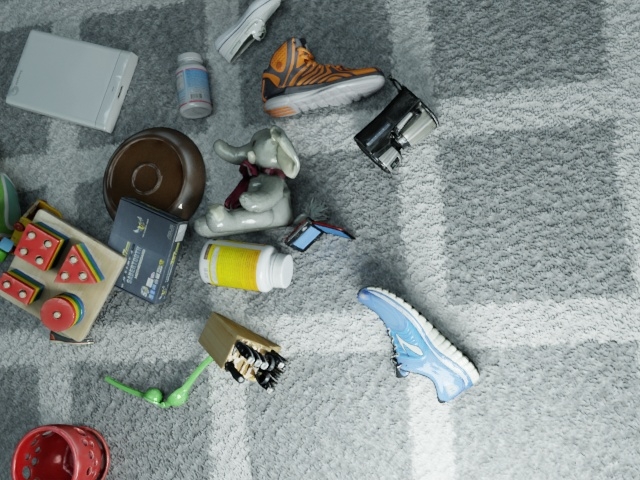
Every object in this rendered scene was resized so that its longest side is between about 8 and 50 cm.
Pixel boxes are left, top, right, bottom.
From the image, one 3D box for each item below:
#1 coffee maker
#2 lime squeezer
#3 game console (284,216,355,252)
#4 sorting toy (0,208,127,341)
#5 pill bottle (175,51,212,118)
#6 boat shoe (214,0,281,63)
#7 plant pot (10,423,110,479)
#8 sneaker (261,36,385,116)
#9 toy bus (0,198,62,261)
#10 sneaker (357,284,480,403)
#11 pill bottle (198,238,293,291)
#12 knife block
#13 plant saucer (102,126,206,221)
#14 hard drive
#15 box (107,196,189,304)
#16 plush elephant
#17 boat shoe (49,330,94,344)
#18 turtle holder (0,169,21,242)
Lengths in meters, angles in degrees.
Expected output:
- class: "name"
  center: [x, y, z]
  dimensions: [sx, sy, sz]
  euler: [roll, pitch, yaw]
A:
- class: "coffee maker"
  center: [0.170, -0.274, 1.673]
  dimensions: [0.178, 0.120, 0.171]
  euler: [-43, 49, 4]
- class: "lime squeezer"
  center: [-0.402, 0.369, 1.738]
  dimensions: [0.310, 0.059, 0.110]
  euler: [-14, 96, 14]
- class: "game console"
  center: [0.000, 0.000, 1.647]
  dimensions: [0.124, 0.144, 0.085]
  euler: [-44, 72, 5]
- class: "sorting toy"
  center: [-0.668, 0.095, 1.750]
  dimensions: [0.255, 0.089, 0.257]
  euler: [30, 99, 1]
- class: "pill bottle"
  center: [-0.339, -0.413, 1.841]
  dimensions: [0.087, 0.087, 0.160]
  euler: [-11, 78, 14]
- class: "boat shoe"
  center: [-0.177, -0.560, 1.834]
  dimensions: [0.226, 0.083, 0.076]
  euler: [-39, 85, 19]
- class: "plant pot"
  center: [-0.635, 0.549, 1.720]
  dimensions: [0.191, 0.174, 0.191]
  euler: [-2, 81, 16]
- class: "sneaker"
  center: [-0.004, -0.431, 1.730]
  dimensions: [0.321, 0.124, 0.180]
  euler: [-8, 80, 14]
- class: "toy bus"
  center: [-0.780, -0.010, 1.887]
  dimensions: [0.104, 0.202, 0.191]
  euler: [33, 83, -12]
- class: "sneaker"
  center: [0.196, 0.233, 1.563]
  dimensions: [0.147, 0.130, 0.330]
  euler: [-46, 73, 2]
- class: "pill bottle"
  center: [-0.181, 0.063, 1.703]
  dimensions: [0.215, 0.117, 0.117]
  euler: [7, 83, 17]
- class: "knife block"
  center: [-0.199, 0.256, 1.610]
  dimensions: [0.275, 0.242, 0.088]
  euler: [26, 88, 18]
- class: "plant saucer"
  center: [-0.458, -0.161, 1.856]
  dimensions: [0.310, 0.050, 0.311]
  euler: [-3, 80, 16]
- class: "hard drive"
  center: [-0.713, -0.458, 1.976]
  dimensions: [0.353, 0.047, 0.233]
  euler: [17, 86, 18]
- class: "box"
  center: [-0.457, 0.025, 1.787]
  dimensions: [0.183, 0.059, 0.233]
  euler: [24, 102, 17]
- class: "plush elephant"
  center: [-0.150, -0.154, 1.659]
  dimensions: [0.330, 0.272, 0.255]
  euler: [-8, 89, -10]
- class: "boat shoe"
  center: [-0.663, 0.255, 1.845]
  dimensions: [0.137, 0.049, 0.043]
  euler: [1, 79, 21]
- class: "turtle holder"
  center: [-0.959, -0.115, 1.894]
  dimensions: [0.243, 0.227, 0.320]
  euler: [-42, 72, 6]
